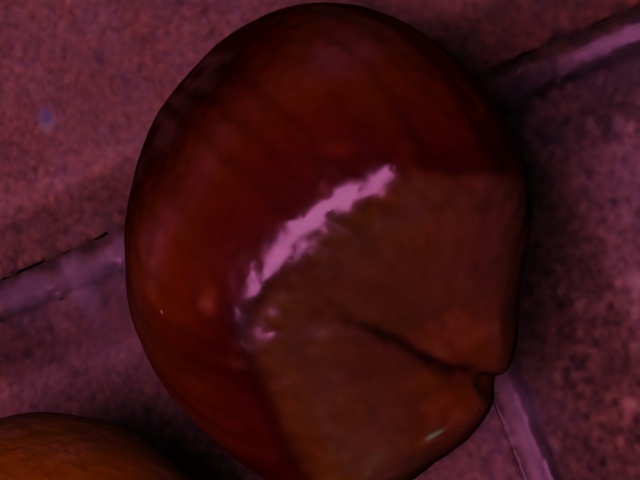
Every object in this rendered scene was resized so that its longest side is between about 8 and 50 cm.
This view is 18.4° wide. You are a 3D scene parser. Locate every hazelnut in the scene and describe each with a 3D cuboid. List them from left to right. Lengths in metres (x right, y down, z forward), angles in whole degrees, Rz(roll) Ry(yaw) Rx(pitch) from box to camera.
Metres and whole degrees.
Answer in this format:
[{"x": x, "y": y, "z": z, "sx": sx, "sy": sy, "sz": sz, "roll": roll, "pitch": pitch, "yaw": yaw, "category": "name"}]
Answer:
[{"x": 0.002, "y": 0.000, "z": 0.892, "sx": 0.181, "sy": 0.181, "sz": 0.212, "roll": 23, "pitch": 108, "yaw": -10, "category": "hazelnut"}]

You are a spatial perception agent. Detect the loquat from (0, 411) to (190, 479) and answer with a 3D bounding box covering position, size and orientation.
[{"x": -0.137, "y": 0.182, "z": 0.938, "sx": 0.213, "sy": 0.213, "sz": 0.213, "roll": 3, "pitch": 97, "yaw": 23, "category": "loquat"}]
